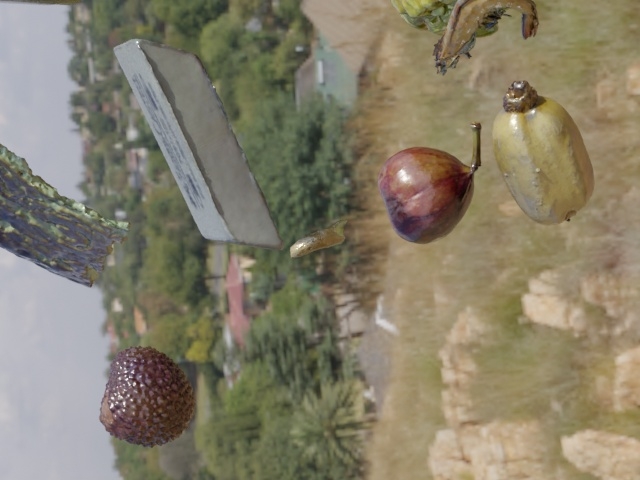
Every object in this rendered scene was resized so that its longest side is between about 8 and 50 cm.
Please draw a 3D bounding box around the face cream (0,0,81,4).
[{"bbox_3d":[-0.546,-0.502,1.908,0.285,0.139,0.067,-28,-81,-67],"label":"face cream"}]

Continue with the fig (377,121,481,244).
[{"bbox_3d":[0.251,-0.110,2.024,0.186,0.249,0.204,36,-142,-61],"label":"fig"}]

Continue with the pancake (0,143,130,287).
[{"bbox_3d":[-0.424,-0.075,1.237,0.305,0.427,0.067,-17,45,52],"label":"pancake"}]

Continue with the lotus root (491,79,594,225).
[{"bbox_3d":[0.423,-0.174,1.897,0.343,0.169,0.151,57,-177,-32],"label":"lotus root"}]

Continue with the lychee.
[{"bbox_3d":[-0.326,0.302,1.867,0.188,0.188,0.188,174,90,-77],"label":"lychee"}]

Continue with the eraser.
[{"bbox_3d":[-0.170,-0.127,1.373,0.111,0.077,0.352,4,123,59],"label":"eraser"}]

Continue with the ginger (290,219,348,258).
[{"bbox_3d":[0.003,-0.002,1.931,0.057,0.137,0.044,26,132,51],"label":"ginger"}]

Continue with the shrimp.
[{"bbox_3d":[0.221,-0.275,1.298,0.178,0.124,0.034,111,159,-57],"label":"shrimp"}]

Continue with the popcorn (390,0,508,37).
[{"bbox_3d":[0.259,-0.522,1.884,0.274,0.279,0.335,48,147,5],"label":"popcorn"}]
